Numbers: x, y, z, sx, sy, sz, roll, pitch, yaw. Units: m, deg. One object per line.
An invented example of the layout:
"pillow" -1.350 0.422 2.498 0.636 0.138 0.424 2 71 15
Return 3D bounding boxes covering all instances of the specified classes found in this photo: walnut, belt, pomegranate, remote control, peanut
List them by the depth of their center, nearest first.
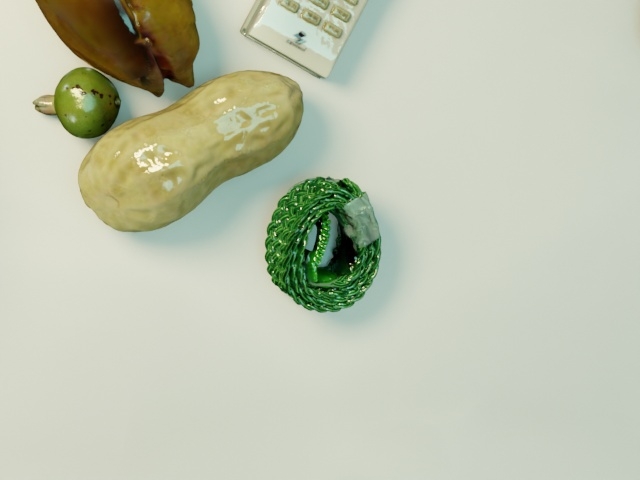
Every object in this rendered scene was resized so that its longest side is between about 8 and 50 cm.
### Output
"walnut" -0.207 -0.245 1.242 0.137 0.137 0.245 -43 107 -6
"pomegranate" -0.248 -0.137 1.283 0.084 0.073 0.073 -28 110 29
"peanut" -0.129 -0.096 1.292 0.257 0.123 0.123 -29 106 -8
"remote control" 0.025 -0.320 1.334 0.103 0.055 0.277 28 91 -19
"belt" 0.000 0.000 1.373 0.121 0.079 0.151 -4 111 -26
